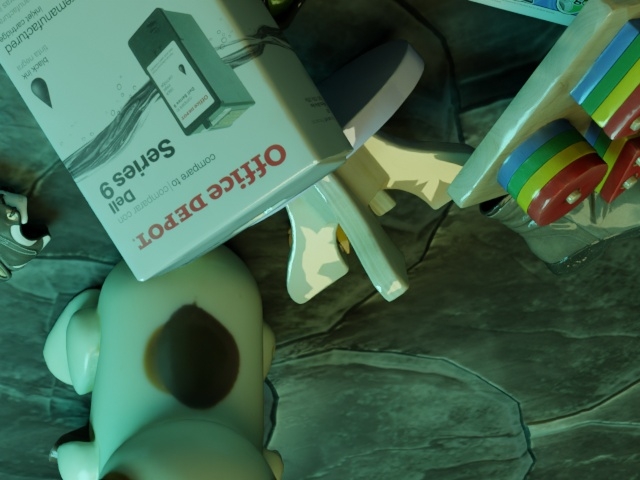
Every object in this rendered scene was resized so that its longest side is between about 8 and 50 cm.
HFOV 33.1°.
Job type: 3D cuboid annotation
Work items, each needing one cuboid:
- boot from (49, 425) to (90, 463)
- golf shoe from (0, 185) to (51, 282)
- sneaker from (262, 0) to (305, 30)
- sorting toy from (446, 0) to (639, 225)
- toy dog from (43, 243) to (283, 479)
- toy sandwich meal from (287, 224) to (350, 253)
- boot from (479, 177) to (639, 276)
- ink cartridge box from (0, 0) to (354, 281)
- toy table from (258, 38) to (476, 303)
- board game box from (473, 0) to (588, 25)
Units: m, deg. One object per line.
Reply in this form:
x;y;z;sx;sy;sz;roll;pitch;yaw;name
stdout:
-0.232;0.296;1.476;0.207;0.248;0.090;24;98;11;boot
-0.372;-0.041;1.167;0.094;0.077;0.198;-31;138;3;golf shoe
-0.013;-0.277;1.003;0.067;0.078;0.188;11;129;-20;sneaker
0.288;-0.122;1.044;0.257;0.089;0.255;-18;152;-43;sorting toy
-0.141;0.214;1.207;0.284;0.408;0.395;15;128;-23;toy dog
0.000;0.000;1.295;0.085;0.029;0.085;-5;133;-6;toy sandwich meal
0.321;-0.067;1.265;0.246;0.083;0.161;-38;122;21;boot
-0.138;-0.140;0.973;0.211;0.121;0.289;-33;89;18;ink cartridge box
0.030;-0.060;1.118;0.274;0.252;0.161;-31;115;28;toy table
0.229;-0.336;0.944;0.308;0.086;0.302;10;143;-19;board game box
